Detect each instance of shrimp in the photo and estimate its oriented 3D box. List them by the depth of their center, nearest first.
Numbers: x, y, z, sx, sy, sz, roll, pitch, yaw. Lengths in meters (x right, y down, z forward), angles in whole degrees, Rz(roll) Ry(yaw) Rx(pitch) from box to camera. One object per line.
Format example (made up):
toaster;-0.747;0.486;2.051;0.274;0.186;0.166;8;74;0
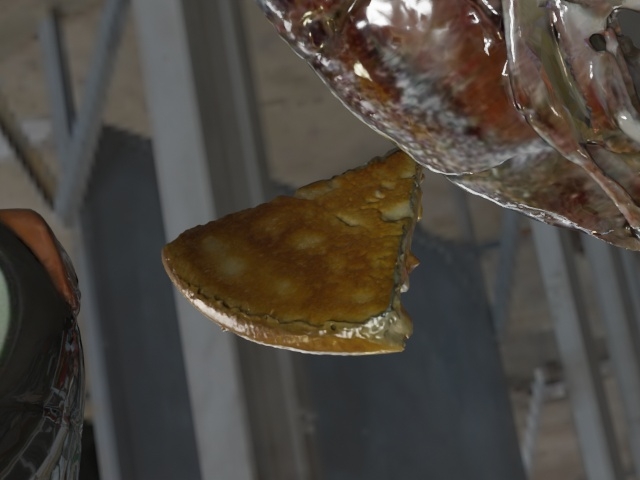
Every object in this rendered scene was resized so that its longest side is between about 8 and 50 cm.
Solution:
shrimp;0.046;-0.037;0.402;0.165;0.065;0.056;35;-175;-10

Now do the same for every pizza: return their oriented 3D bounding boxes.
pizza;0.000;0.000;1.164;0.185;0.176;0.036;8;133;33

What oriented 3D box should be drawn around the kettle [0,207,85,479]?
kettle;-0.201;0.068;0.595;0.255;0.240;0.165;14;168;23
